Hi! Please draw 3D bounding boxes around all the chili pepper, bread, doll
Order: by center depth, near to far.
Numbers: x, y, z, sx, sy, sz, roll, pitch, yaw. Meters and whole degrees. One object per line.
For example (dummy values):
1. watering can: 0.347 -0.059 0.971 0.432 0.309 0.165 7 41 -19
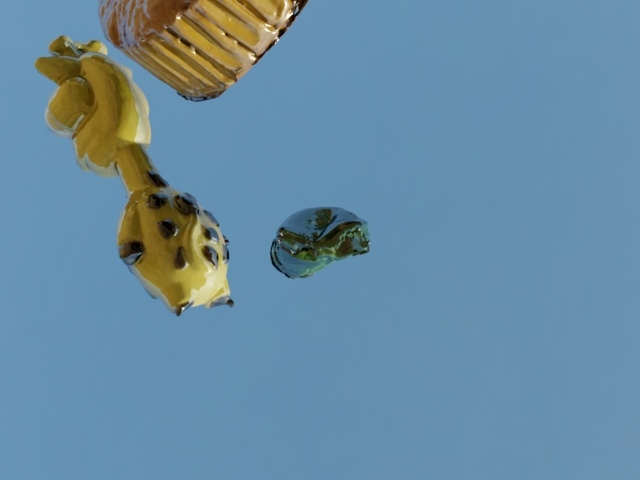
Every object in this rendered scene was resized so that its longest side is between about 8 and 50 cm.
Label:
1. bread: -0.091 -0.218 0.968 0.199 0.104 0.199 -29 -134 34
2. doll: -0.163 -0.060 1.062 0.086 0.117 0.291 -42 -114 28
3. chili pepper: 0.000 -0.002 1.157 0.098 0.224 0.061 -5 -97 -7
